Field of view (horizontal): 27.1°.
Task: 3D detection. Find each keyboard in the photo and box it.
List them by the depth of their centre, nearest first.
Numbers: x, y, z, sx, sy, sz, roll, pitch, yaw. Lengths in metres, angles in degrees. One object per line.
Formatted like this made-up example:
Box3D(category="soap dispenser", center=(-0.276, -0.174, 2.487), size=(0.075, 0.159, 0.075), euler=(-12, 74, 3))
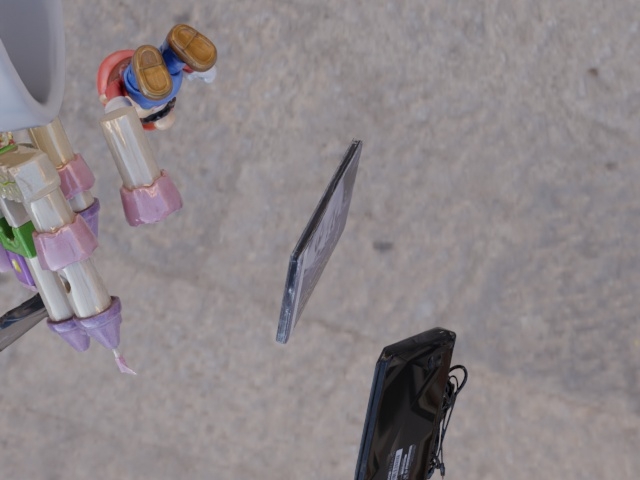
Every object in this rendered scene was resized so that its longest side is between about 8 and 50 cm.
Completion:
Box3D(category="keyboard", center=(0.047, 0.147, 0.905), size=(0.038, 0.100, 0.192), euler=(28, 116, 39))
Box3D(category="keyboard", center=(-0.442, 0.121, 1.948), size=(0.317, 0.201, 0.033), euler=(-30, 87, 52))

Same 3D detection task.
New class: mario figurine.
Box3D(category="mario figurine", center=(-0.247, -0.232, 2.084), size=(0.198, 0.320, 0.170), euler=(2, 86, -19))

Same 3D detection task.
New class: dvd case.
Box3D(category="dvd case", center=(0.000, 0.000, 1.643), size=(0.018, 0.221, 0.164), euler=(21, 138, 8))

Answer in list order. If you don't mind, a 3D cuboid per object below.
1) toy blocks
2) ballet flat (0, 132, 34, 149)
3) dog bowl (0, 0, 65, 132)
Box3D(category="toy blocks", center=(-0.331, 0.020, 1.475), size=(0.309, 0.288, 0.260), euler=(-31, 115, -27))
Box3D(category="ballet flat", center=(-0.407, -0.126, 1.706), size=(0.077, 0.241, 0.091), euler=(-19, 174, -27))
Box3D(category="dog bowl", center=(-0.192, -0.171, 0.568), size=(0.104, 0.265, 0.265), euler=(-10, 126, -1))
